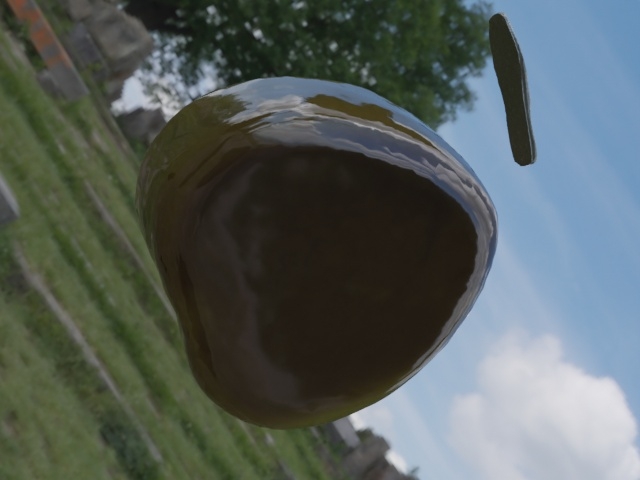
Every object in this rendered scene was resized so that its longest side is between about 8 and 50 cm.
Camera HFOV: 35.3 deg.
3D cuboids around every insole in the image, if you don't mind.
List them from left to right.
[{"bbox_3d":[0.237,-0.186,1.237,0.063,0.010,0.192,174,-96,-69],"label":"insole"}]

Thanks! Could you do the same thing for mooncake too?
[{"bbox_3d":[0.000,0.000,0.672,0.235,0.234,0.117,64,-5,-29],"label":"mooncake"}]
